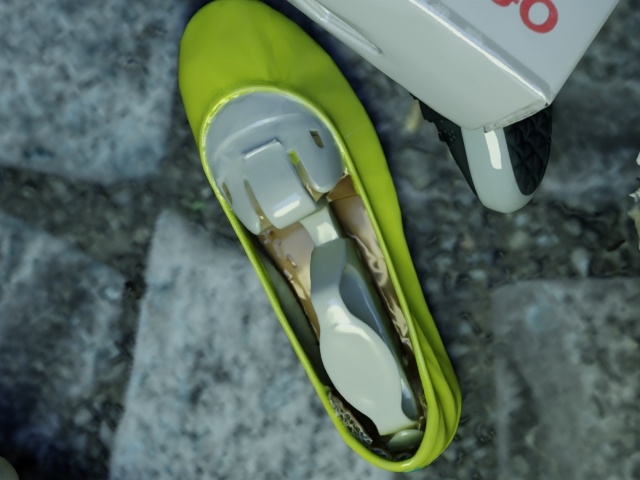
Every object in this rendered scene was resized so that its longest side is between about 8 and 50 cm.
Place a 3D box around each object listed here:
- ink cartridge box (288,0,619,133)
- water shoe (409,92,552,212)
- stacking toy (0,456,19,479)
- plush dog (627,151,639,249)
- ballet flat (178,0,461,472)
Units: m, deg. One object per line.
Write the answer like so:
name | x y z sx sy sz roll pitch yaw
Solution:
ink cartridge box | 0.067 -0.173 0.562 0.159 0.092 0.218 35 83 -8
water shoe | 0.037 -0.105 0.651 0.080 0.073 0.203 -17 92 31
stacking toy | -0.060 0.238 0.705 0.330 0.141 0.141 32 105 -2
plush dog | 0.173 0.081 0.373 0.211 0.225 0.262 8 108 9
ballet flat | 0.000 0.000 0.666 0.077 0.077 0.231 -23 97 14
